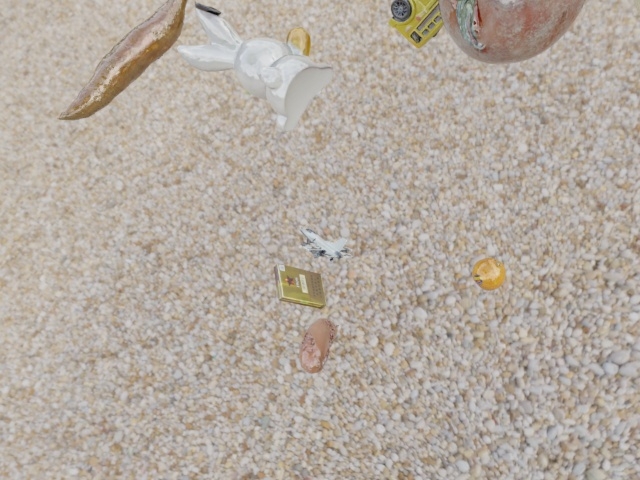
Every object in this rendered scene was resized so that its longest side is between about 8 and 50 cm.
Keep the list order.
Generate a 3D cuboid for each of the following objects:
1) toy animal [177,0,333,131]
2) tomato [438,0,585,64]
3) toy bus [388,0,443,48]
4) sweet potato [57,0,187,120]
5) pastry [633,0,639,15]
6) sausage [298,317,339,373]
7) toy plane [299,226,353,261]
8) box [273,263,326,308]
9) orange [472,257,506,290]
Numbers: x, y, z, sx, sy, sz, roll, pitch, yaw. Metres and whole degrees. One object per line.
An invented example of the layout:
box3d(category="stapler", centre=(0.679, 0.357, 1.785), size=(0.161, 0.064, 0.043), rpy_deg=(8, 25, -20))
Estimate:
box3d(category="toy animal", centre=(-0.076, -0.240, 0.718), size=(0.181, 0.127, 0.131), rpy_deg=(39, 98, 31))
box3d(category="tomato", centre=(0.389, -0.529, 1.158), size=(0.282, 0.317, 0.317), rpy_deg=(-11, 55, -19))
box3d(category="toy bus", centre=(0.328, -0.660, 1.430), size=(0.151, 0.331, 0.145), rpy_deg=(45, 49, -5))
box3d(category="sweet potato", centre=(-0.311, -0.301, 0.917), size=(0.314, 0.066, 0.072), rpy_deg=(-52, 19, -16))
box3d(category="pastry", centre=(1.036, -0.743, 1.633), size=(0.265, 0.265, 0.133), rpy_deg=(-56, 21, -14))
box3d(category="sausage", centre=(-0.004, 0.265, 1.482), size=(0.079, 0.326, 0.087), rpy_deg=(-16, 93, 10))
box3d(category="toy plane", centre=(0.001, 0.017, 1.608), size=(0.234, 0.160, 0.082), rpy_deg=(16, 102, 54))
box3d(category="box", centre=(-0.047, 0.109, 1.320), size=(0.023, 0.133, 0.090), rpy_deg=(-40, 49, 36))
box3d(category="orange", centre=(0.413, 0.081, 1.367), size=(0.083, 0.083, 0.083), rpy_deg=(-9, 60, 15))
